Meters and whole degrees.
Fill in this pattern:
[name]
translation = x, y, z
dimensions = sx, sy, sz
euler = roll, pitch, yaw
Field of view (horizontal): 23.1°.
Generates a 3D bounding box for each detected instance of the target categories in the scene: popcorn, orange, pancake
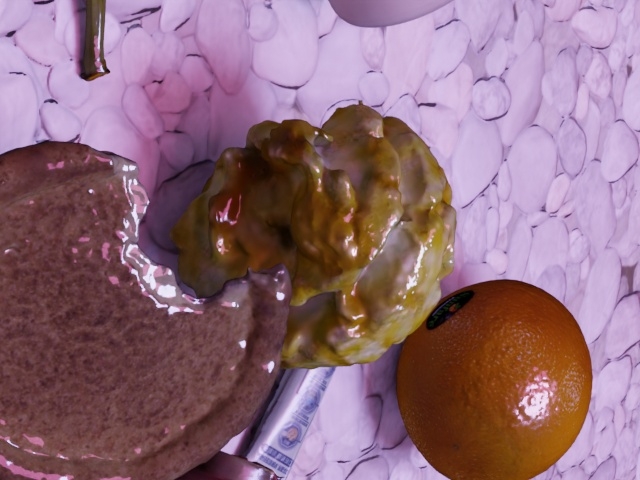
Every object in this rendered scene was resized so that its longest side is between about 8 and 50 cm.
[popcorn]
translation = 0.000, 0.000, 1.222
dimensions = 0.204, 0.221, 0.183
euler = 61, 24, 12
[orange]
translation = 0.168, 0.134, 1.509
dimensions = 0.206, 0.206, 0.206
euler = -18, 114, -48
[pancake]
translation = -0.154, 0.060, 1.094
dimensions = 0.286, 0.033, 0.288
euler = -14, 118, -14

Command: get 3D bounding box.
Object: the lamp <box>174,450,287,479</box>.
[lamp]
translation = -0.105, 0.286, 1.206
dimensions = 0.180, 0.180, 0.258
euler = 32, 73, -51

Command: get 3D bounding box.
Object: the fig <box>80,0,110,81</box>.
[fig]
translation = -0.160, -0.207, 1.063
dimensions = 0.149, 0.149, 0.245
euler = -55, 162, -27

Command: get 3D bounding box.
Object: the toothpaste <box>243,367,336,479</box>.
[toothpaste]
translation = -0.006, 0.109, 1.399
dimensions = 0.062, 0.039, 0.239
euler = 38, 72, -45

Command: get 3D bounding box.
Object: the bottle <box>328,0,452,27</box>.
[bottle]
translation = 0.034, -0.303, 1.256
dimensions = 0.147, 0.147, 0.236
euler = -50, 127, -31
